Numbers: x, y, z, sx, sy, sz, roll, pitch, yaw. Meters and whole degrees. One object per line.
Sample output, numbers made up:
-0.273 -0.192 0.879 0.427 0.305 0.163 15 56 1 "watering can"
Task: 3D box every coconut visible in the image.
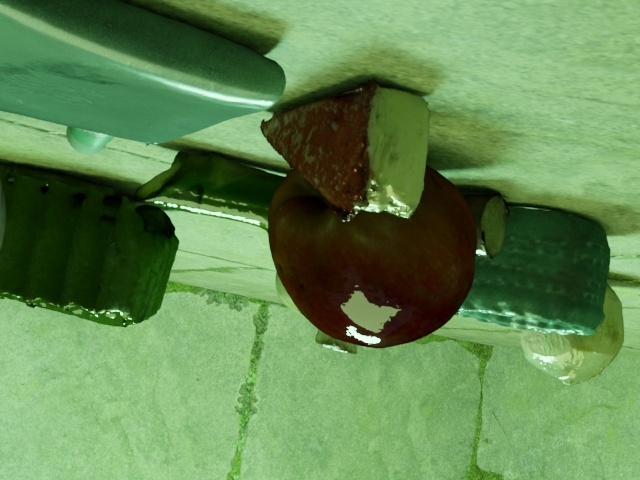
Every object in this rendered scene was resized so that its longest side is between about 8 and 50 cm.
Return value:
0.433 0.156 1.854 0.194 0.194 0.194 9 172 1 "coconut"

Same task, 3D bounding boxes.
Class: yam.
0.158 -0.021 1.297 0.127 0.084 0.084 4 170 36 "yam"

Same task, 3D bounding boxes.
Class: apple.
0.057 0.005 1.161 0.234 0.234 0.234 9 172 1 "apple"

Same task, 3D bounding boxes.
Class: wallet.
-0.197 -0.143 0.900 0.251 0.054 0.290 14 169 -29 "wallet"

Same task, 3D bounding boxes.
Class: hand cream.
-0.222 -0.134 1.090 0.076 0.047 0.174 10 164 -22 "hand cream"

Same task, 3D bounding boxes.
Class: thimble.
0.277 0.042 1.394 0.235 0.143 0.198 11 173 -24 "thimble"

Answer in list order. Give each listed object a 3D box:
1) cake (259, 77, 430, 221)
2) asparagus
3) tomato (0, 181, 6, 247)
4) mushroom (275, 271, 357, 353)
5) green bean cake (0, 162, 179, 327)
0.019 -0.068 0.986 0.086 0.116 0.220 6 173 -28 "cake"
-0.059 -0.049 1.353 0.343 0.085 0.082 10 176 -15 "asparagus"
-0.509 -0.032 1.201 0.322 0.321 0.321 9 172 1 "tomato"
0.022 0.093 1.885 0.254 0.195 0.189 20 171 -41 "mushroom"
-0.414 0.004 1.767 0.335 0.218 0.319 16 180 -3 "green bean cake"
